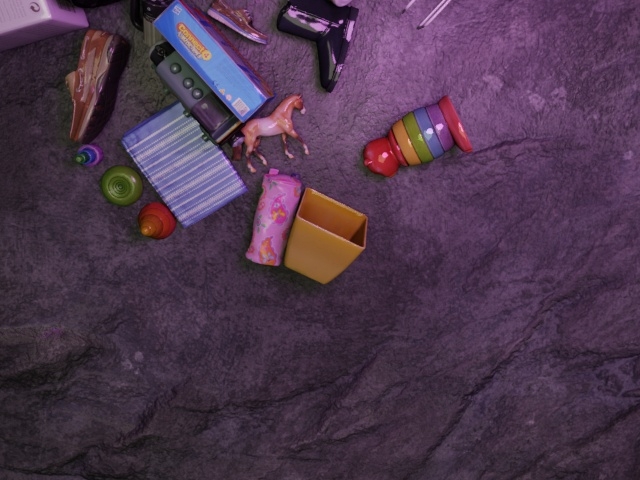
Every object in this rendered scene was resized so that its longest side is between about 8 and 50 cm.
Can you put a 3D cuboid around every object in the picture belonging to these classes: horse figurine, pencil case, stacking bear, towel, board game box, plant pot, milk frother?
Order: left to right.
[{"bbox_3d":[-0.435,-0.626,1.501,0.129,0.143,0.134,42,143,16],"label":"milk frother"},{"bbox_3d":[-0.409,-0.231,1.650,0.243,0.040,0.336,-31,105,7],"label":"towel"},{"bbox_3d":[-0.258,-0.463,1.433,0.086,0.302,0.308,-40,103,12],"label":"board game box"},{"bbox_3d":[-0.153,-0.308,1.602,0.263,0.066,0.174,-17,112,4],"label":"horse figurine"},{"bbox_3d":[-0.142,-0.067,1.651,0.124,0.124,0.284,13,106,-3],"label":"pencil case"},{"bbox_3d":[0.000,0.000,1.629,0.212,0.212,0.187,26,118,-7],"label":"plant pot"},{"bbox_3d":[0.260,-0.277,1.562,0.289,0.175,0.164,-24,107,16],"label":"stacking bear"}]

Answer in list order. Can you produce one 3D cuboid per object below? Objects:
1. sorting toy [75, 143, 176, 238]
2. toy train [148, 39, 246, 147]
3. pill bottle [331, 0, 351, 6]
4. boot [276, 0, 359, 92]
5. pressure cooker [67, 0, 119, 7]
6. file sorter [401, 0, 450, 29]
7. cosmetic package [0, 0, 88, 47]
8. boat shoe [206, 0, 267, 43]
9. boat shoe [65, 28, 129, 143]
[{"bbox_3d":[-0.594,-0.134,1.632,0.127,0.126,0.365,-39,103,12],"label":"sorting toy"},{"bbox_3d":[-0.331,-0.397,1.484,0.142,0.190,0.334,-40,89,-1],"label":"toy train"},{"bbox_3d":[0.015,-0.719,1.435,0.193,0.108,0.108,46,103,8],"label":"pill bottle"},{"bbox_3d":[-0.025,-0.554,1.507,0.207,0.094,0.246,15,100,-7],"label":"boot"},{"bbox_3d":[-0.561,-0.824,1.297,0.376,0.370,0.420,-23,104,19],"label":"pressure cooker"},{"bbox_3d":[0.231,-0.704,1.410,0.278,0.193,0.173,41,106,-10],"label":"file sorter"},{"bbox_3d":[-0.893,-0.595,1.444,0.453,0.230,0.161,-14,106,4],"label":"cosmetic package"},{"bbox_3d":[-0.221,-0.609,1.511,0.183,0.066,0.066,28,104,-7],"label":"boat shoe"},{"bbox_3d":[-0.652,-0.439,1.552,0.120,0.122,0.324,23,98,0],"label":"boat shoe"}]
